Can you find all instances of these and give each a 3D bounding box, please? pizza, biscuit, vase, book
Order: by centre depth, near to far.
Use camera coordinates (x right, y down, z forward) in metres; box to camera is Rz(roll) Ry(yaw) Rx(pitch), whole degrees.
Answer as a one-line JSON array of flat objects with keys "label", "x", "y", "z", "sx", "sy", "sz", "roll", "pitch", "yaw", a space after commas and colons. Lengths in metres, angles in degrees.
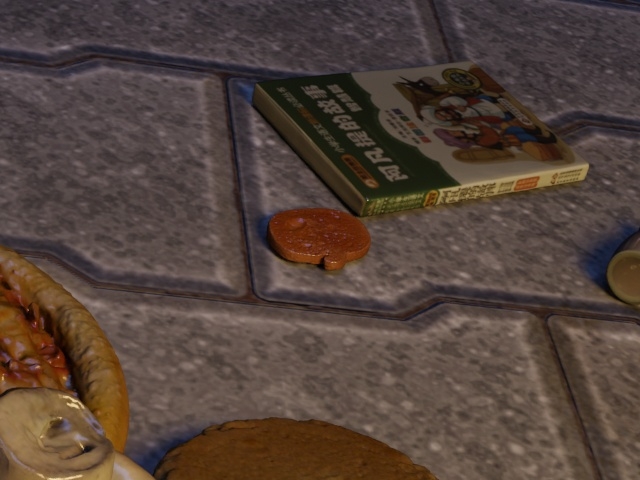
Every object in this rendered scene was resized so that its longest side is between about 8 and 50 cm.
[{"label": "biscuit", "x": -0.001, "y": 0.183, "z": 1.101, "sx": 0.226, "sy": 0.042, "sz": 0.226, "roll": 12, "pitch": 22, "yaw": -5}, {"label": "pizza", "x": -0.207, "y": 0.085, "z": 1.173, "sx": 0.134, "sy": 0.056, "sz": 0.271, "roll": 9, "pitch": 32, "yaw": -24}, {"label": "biscuit", "x": 0.000, "y": 0.000, "z": 1.415, "sx": 0.091, "sy": 0.015, "sz": 0.078, "roll": -1, "pitch": 38, "yaw": -22}, {"label": "vase", "x": 0.289, "y": 0.014, "z": 1.476, "sx": 0.053, "sy": 0.053, "sz": 0.101, "roll": 25, "pitch": 31, "yaw": 15}, {"label": "book", "x": 0.095, "y": -0.102, "z": 1.591, "sx": 0.264, "sy": 0.027, "sz": 0.202, "roll": -9, "pitch": 41, "yaw": -32}]

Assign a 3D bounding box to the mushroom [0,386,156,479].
[{"label": "mushroom", "x": -0.172, "y": 0.182, "z": 0.884, "sx": 0.260, "sy": 0.234, "sz": 0.254, "roll": 3, "pitch": 39, "yaw": -19}]
